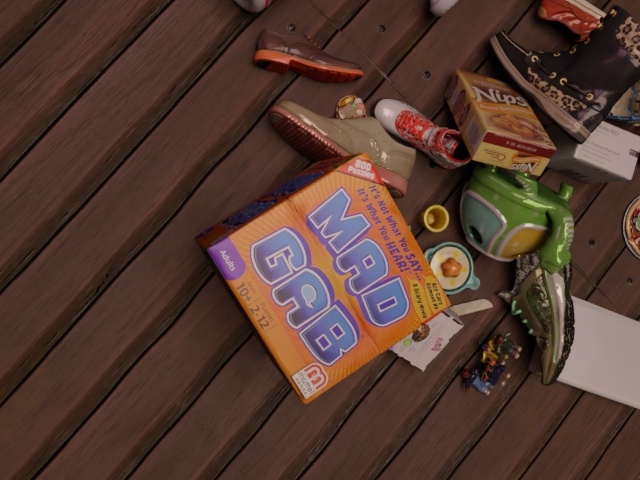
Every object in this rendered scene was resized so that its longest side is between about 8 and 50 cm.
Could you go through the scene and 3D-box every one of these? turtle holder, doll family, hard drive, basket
[{"bbox_3d":[0.498,-0.060,1.674,0.320,0.243,0.227,31,113,22],"label":"turtle holder"},{"bbox_3d":[0.442,0.322,1.768,0.111,0.076,0.193,33,77,-32],"label":"doll family"},{"bbox_3d":[0.768,0.306,1.868,0.353,0.047,0.233,20,85,-14],"label":"hard drive"},{"bbox_3d":[0.848,-0.414,1.759,0.289,0.254,0.201,21,81,-35],"label":"basket"}]

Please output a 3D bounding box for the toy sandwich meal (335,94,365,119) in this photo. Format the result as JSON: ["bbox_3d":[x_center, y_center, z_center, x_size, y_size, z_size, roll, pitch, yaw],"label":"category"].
[{"bbox_3d":[0.077,-0.326,1.690,0.085,0.029,0.086,0,91,-14],"label":"toy sandwich meal"}]

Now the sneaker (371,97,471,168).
[{"bbox_3d":[0.261,-0.274,1.677,0.270,0.145,0.090,35,86,-12],"label":"sneaker"}]

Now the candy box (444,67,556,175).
[{"bbox_3d":[0.431,-0.296,1.649,0.182,0.316,0.088,12,129,-15],"label":"candy box"}]

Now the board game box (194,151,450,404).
[{"bbox_3d":[-0.015,0.061,1.440,0.356,0.356,0.356,-32,101,-10],"label":"board game box"}]

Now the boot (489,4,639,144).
[{"bbox_3d":[0.622,-0.457,1.658,0.284,0.138,0.377,-44,58,22],"label":"boot"}]

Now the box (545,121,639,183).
[{"bbox_3d":[0.706,-0.236,1.775,0.181,0.182,0.119,18,87,-14],"label":"box"}]

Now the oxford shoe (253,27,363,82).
[{"bbox_3d":[-0.021,-0.451,1.633,0.271,0.097,0.098,10,82,-14],"label":"oxford shoe"}]

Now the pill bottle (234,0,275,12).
[{"bbox_3d":[-0.070,-0.711,1.555,0.363,0.210,0.210,-39,100,-11],"label":"pill bottle"}]

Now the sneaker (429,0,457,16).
[{"bbox_3d":[0.296,-0.756,1.692,0.210,0.137,0.366,24,80,-13],"label":"sneaker"}]

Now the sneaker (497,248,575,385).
[{"bbox_3d":[0.564,0.172,1.772,0.158,0.182,0.410,12,77,-58],"label":"sneaker"}]

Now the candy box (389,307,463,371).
[{"bbox_3d":[0.228,0.207,1.689,0.196,0.070,0.165,35,104,-12],"label":"candy box"}]

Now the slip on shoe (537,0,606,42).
[{"bbox_3d":[0.727,-0.581,1.825,0.331,0.123,0.101,21,118,-19],"label":"slip on shoe"}]

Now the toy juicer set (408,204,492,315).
[{"bbox_3d":[0.299,0.092,1.722,0.209,0.089,0.329,-33,99,-12],"label":"toy juicer set"}]

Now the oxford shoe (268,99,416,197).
[{"bbox_3d":[0.058,-0.250,1.643,0.397,0.140,0.147,28,77,-22],"label":"oxford shoe"}]

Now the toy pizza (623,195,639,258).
[{"bbox_3d":[0.955,-0.038,1.919,0.201,0.032,0.201,0,91,-14],"label":"toy pizza"}]
